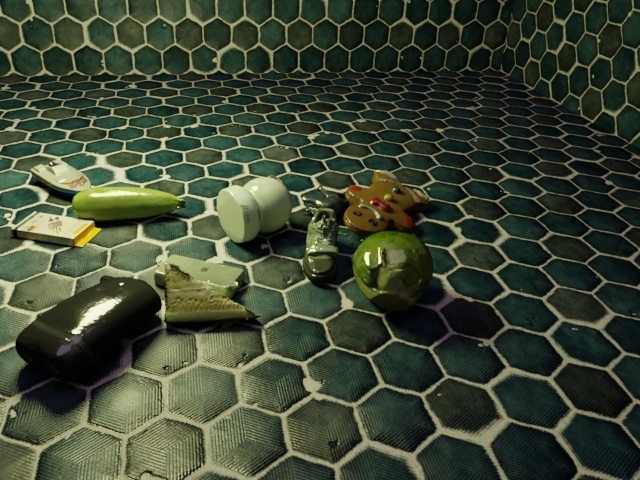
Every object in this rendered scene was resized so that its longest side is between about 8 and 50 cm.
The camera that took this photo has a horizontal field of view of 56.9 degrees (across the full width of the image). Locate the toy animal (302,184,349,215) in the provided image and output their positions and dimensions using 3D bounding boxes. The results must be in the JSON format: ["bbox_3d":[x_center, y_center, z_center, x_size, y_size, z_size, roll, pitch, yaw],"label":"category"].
[{"bbox_3d":[0.039,-0.143,2.138,0.137,0.082,0.269,26,33,28],"label":"toy animal"}]

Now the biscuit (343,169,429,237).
[{"bbox_3d":[0.226,-0.128,2.079,0.283,0.064,0.432,34,37,17],"label":"biscuit"}]

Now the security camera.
[{"bbox_3d":[-0.200,-0.110,1.945,0.236,0.195,0.194,-23,39,-32],"label":"security camera"}]

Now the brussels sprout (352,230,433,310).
[{"bbox_3d":[0.199,0.080,1.662,0.244,0.244,0.244,2,31,-1],"label":"brussels sprout"}]

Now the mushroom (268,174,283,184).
[{"bbox_3d":[-0.213,-0.187,2.174,0.116,0.093,0.225,-3,29,34],"label":"mushroom"}]

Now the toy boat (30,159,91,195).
[{"bbox_3d":[-0.933,-0.224,2.167,0.295,0.088,0.129,25,37,33],"label":"toy boat"}]

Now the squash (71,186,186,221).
[{"bbox_3d":[-0.649,-0.130,2.011,0.370,0.118,0.118,-5,32,-14],"label":"squash"}]

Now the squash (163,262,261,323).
[{"bbox_3d":[-0.290,0.141,1.596,0.252,0.093,0.169,-2,76,-8],"label":"squash"}]

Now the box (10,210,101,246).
[{"bbox_3d":[-0.854,-0.039,1.917,0.247,0.033,0.129,8,30,8],"label":"box"}]

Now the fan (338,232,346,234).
[{"bbox_3d":[0.049,-0.025,2.010,0.083,0.004,0.056,10,31,9],"label":"fan"}]

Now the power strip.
[{"bbox_3d":[-0.349,0.104,1.712,0.270,0.046,0.118,10,29,14],"label":"power strip"}]

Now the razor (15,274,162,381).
[{"bbox_3d":[-0.565,0.200,1.466,0.204,0.113,0.349,14,32,22],"label":"razor"}]

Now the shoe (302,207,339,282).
[{"bbox_3d":[0.003,0.000,1.825,0.109,0.149,0.293,4,29,-1],"label":"shoe"}]
